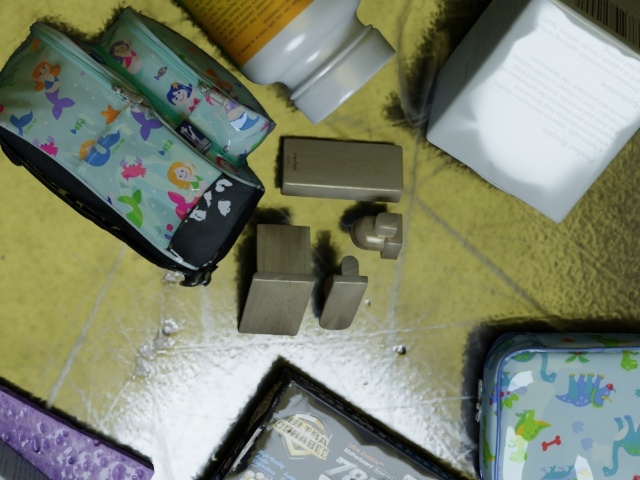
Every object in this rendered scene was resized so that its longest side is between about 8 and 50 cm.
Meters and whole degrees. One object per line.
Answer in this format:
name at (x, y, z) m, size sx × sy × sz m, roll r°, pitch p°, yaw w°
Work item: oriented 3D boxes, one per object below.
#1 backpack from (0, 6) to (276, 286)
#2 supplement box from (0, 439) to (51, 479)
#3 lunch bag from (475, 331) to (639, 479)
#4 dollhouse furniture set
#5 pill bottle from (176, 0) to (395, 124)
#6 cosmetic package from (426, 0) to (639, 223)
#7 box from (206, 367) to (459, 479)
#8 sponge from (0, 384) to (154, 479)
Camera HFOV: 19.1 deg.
backpack at (-0.168, -0.097, 1.681) m, size 0.253 × 0.225 × 0.191 m, roll 31°, pitch 92°, yaw 2°
supplement box at (-0.271, 0.286, 1.745) m, size 0.220 × 0.114 × 0.111 m, roll 42°, pitch 94°, yaw -12°
lunch bag at (0.262, 0.179, 1.840) m, size 0.219 × 0.090 × 0.176 m, roll -1°, pitch 97°, yaw -7°
dollhouse furniture set at (0.000, 0.000, 1.814) m, size 0.144 × 0.123 × 0.151 m, roll 3°, pitch 63°, yaw -8°
pill bottle at (-0.050, -0.227, 1.708) m, size 0.136 × 0.136 × 0.245 m, roll -42°, pitch 95°, yaw 0°
cosmetic package at (0.211, -0.149, 1.726) m, size 0.151 × 0.151 × 0.183 m, roll 33°, pitch 119°, yaw -10°
box at (0.006, 0.323, 1.837) m, size 0.295 × 0.073 × 0.293 m, roll 33°, pitch 92°, yaw -10°
sponge at (-0.277, 0.219, 1.807) m, size 0.210 × 0.031 × 0.117 m, roll 30°, pitch 94°, yaw -10°
